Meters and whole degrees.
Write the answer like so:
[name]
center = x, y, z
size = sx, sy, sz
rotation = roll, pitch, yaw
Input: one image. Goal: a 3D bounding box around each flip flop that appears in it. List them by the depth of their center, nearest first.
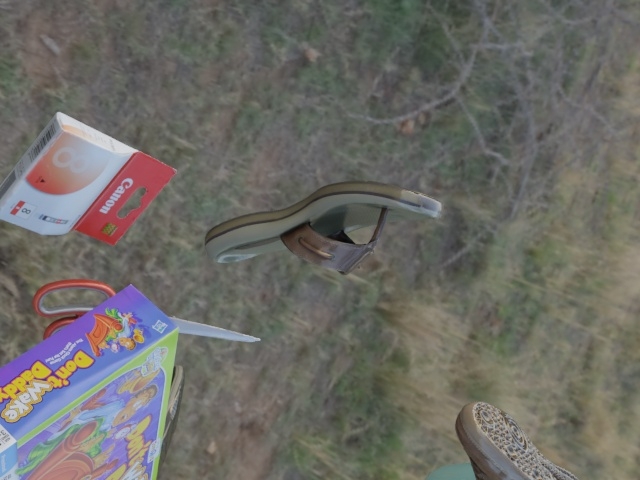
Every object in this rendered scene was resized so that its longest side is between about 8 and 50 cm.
[flip flop]
center = 0.000, 0.000, 0.965
size = 0.112, 0.277, 0.080
rotation = 18, 63, -57

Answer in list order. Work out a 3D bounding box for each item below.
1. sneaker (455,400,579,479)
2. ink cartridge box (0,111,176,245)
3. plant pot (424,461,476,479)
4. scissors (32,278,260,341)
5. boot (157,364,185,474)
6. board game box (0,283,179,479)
[sneaker]
center = 0.154, 0.201, 0.774
size = 0.071, 0.066, 0.188
rotation = -35, 124, 20
[ink cartridge box]
center = -0.281, -0.058, 1.147
size = 0.179, 0.045, 0.145
rotation = 27, 115, -39
[plant pot]
center = 0.222, 0.420, 1.209
size = 0.293, 0.235, 0.293
rotation = -43, 143, -44
[scissors]
center = -0.220, 0.098, 1.237
size = 0.297, 0.021, 0.109
rotation = -1, 110, -16
[boot]
center = -0.298, 0.245, 1.380
size = 0.236, 0.178, 0.085
rotation = -82, -177, -64
[board game box]
center = -0.281, 0.235, 1.045
size = 0.233, 0.078, 0.347
rotation = -36, 155, -37
